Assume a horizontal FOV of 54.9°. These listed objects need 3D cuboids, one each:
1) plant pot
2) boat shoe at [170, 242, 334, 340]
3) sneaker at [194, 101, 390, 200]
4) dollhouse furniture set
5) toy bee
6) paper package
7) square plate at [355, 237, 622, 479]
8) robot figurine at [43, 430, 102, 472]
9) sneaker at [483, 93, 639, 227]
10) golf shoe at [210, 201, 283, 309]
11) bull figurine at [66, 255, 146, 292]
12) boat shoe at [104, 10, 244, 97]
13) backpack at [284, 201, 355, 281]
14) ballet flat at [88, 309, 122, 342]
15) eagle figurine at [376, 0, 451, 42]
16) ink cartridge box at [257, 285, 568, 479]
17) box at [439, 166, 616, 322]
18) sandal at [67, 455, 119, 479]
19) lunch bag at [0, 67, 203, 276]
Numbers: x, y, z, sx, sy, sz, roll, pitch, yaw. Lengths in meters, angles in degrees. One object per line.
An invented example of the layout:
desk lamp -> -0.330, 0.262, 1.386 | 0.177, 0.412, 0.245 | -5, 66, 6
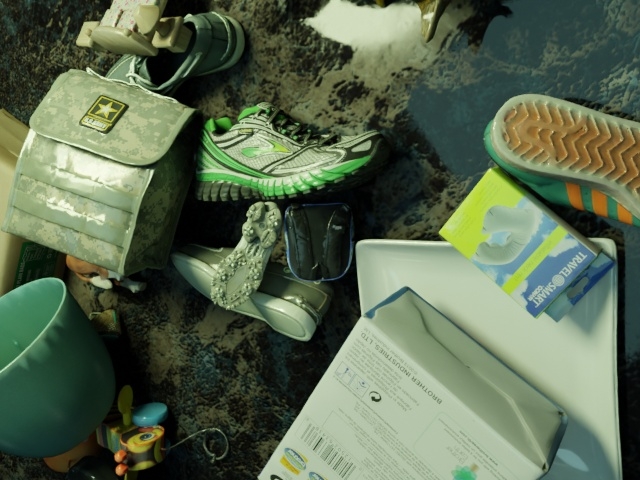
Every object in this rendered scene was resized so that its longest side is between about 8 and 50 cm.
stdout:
plant pot -> -0.519, 0.253, 1.127 | 0.293, 0.293, 0.235 | -8, 127, 33
boat shoe -> -0.116, 0.064, 1.009 | 0.305, 0.091, 0.109 | 21, 150, 30
sneaker -> -0.060, -0.133, 0.906 | 0.343, 0.134, 0.146 | 2, 100, 32
dollhouse furniture set -> -0.274, -0.456, 0.915 | 0.355, 0.173, 0.303 | 16, 83, 41
toy bee -> -0.352, 0.374, 1.180 | 0.298, 0.162, 0.195 | -21, 87, 33
paper package -> -0.670, -0.070, 1.281 | 0.309, 0.168, 0.325 | 33, 115, 23
square plate -> 0.221, 0.164, 0.843 | 0.347, 0.049, 0.344 | 0, 101, 32
robot figurine -> -0.538, 0.394, 1.307 | 0.219, 0.128, 0.158 | 49, 142, 32
sneaker -> 0.333, -0.077, 0.701 | 0.302, 0.121, 0.108 | 25, 91, 6
golf shoe -> -0.101, 0.023, 0.924 | 0.069, 0.086, 0.176 | 32, 102, 3
bull figurine -> -0.383, -0.048, 1.145 | 0.188, 0.101, 0.310 | 32, 115, 21
boat shoe -> -0.275, -0.296, 1.025 | 0.319, 0.099, 0.116 | -12, 93, 33
backpack -> 0.000, 0.000, 0.914 | 0.104, 0.084, 0.114 | -2, 95, 1
ballet flat -> -0.485, 0.190, 1.291 | 0.206, 0.073, 0.067 | -19, 62, 31
eagle figurine -> 0.051, -0.376, 0.757 | 0.298, 0.226, 0.225 | 38, 138, 14
ink cartridge box -> 0.093, 0.303, 0.834 | 0.270, 0.151, 0.396 | 40, 118, 20
box -> 0.244, 0.008, 0.742 | 0.178, 0.042, 0.109 | 43, 119, 17
sandal -> -0.372, 0.620, 1.256 | 0.167, 0.107, 0.446 | 0, 111, 36
lunch bag -> -0.337, -0.116, 0.982 | 0.235, 0.169, 0.287 | 19, 96, 11
